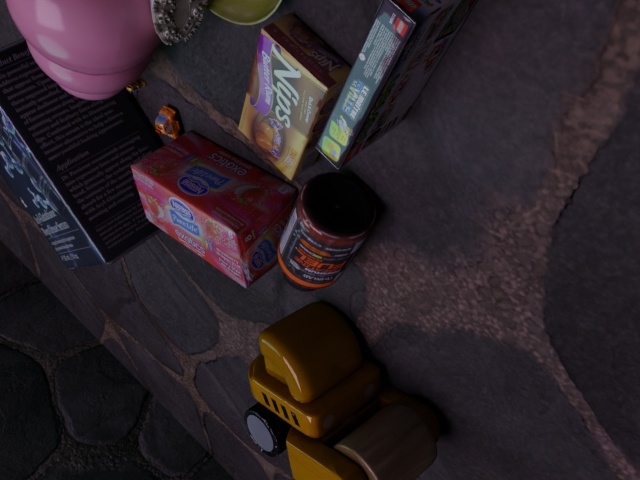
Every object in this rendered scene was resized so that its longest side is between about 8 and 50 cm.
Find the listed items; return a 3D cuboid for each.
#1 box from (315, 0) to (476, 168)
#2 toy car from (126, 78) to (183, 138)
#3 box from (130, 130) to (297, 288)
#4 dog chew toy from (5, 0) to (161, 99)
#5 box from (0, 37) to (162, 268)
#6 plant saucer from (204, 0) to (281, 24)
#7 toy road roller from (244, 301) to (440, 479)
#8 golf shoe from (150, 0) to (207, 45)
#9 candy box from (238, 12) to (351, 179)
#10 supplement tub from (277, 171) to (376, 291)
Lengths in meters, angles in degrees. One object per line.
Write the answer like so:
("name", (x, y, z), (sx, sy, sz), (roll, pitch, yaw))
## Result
("box", (0.071, -0.162, 0.611), (0.036, 0.114, 0.207), (46, 149, 9))
("toy car", (-0.286, -0.217, 1.096), (0.122, 0.040, 0.060), (40, 148, 17))
("box", (-0.164, -0.056, 1.023), (0.256, 0.128, 0.123), (31, 145, 31))
("dog chew toy", (-0.324, -0.302, 0.912), (0.207, 0.206, 0.332), (52, 157, -3))
("box", (-0.469, -0.164, 1.229), (0.293, 0.212, 0.396), (-8, 116, 56))
("plant saucer", (-0.107, -0.361, 0.709), (0.241, 0.037, 0.241), (34, 147, 26))
("toy road roller", (0.018, 0.251, 1.052), (0.329, 0.202, 0.241), (21, 128, 43))
("golf shoe", (-0.180, -0.322, 0.768), (0.086, 0.069, 0.176), (58, 153, 30))
("candy box", (-0.036, -0.172, 0.804), (0.109, 0.053, 0.187), (45, 150, 10))
("supplement tub", (0.000, 0.000, 0.890), (0.106, 0.106, 0.198), (44, 150, 11))
